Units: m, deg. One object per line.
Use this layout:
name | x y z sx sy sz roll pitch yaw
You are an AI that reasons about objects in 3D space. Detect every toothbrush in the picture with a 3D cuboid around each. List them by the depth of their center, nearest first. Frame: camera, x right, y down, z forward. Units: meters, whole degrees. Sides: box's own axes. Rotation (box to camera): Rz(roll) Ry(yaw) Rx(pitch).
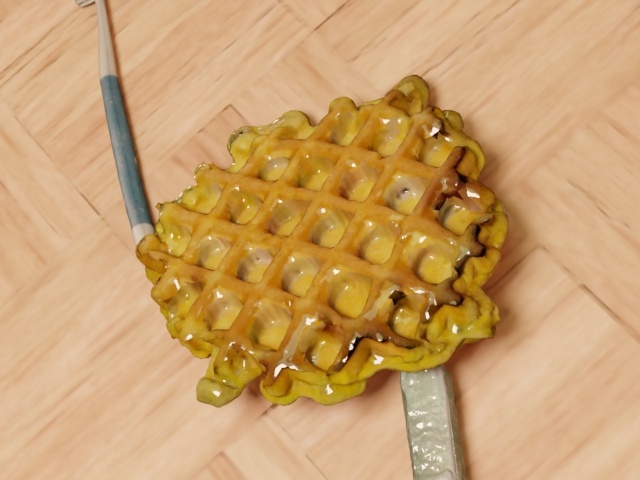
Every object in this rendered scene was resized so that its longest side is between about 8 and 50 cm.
toothbrush | -0.151 -0.097 1.154 0.025 0.019 0.276 -22 61 13

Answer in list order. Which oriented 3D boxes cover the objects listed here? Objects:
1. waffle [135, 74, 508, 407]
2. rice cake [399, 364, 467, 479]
waffle | 0.000 0.000 1.030 0.237 0.059 0.243 -26 48 8
rice cake | 0.074 0.168 0.952 0.033 0.033 0.208 -11 64 11
